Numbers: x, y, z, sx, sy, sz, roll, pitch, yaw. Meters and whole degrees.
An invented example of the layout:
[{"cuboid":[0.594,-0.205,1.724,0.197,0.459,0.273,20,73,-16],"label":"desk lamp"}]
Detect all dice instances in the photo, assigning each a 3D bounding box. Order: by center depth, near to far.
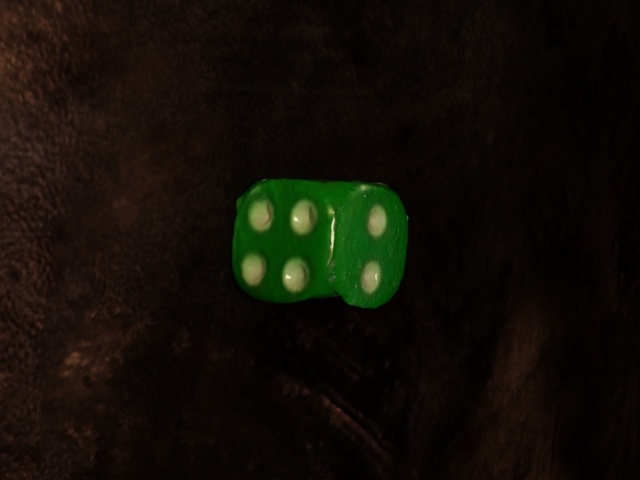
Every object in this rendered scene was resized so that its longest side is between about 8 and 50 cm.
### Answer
[{"cuboid":[0.000,0.000,0.896,0.131,0.128,0.120,1,94,-50],"label":"dice"}]
